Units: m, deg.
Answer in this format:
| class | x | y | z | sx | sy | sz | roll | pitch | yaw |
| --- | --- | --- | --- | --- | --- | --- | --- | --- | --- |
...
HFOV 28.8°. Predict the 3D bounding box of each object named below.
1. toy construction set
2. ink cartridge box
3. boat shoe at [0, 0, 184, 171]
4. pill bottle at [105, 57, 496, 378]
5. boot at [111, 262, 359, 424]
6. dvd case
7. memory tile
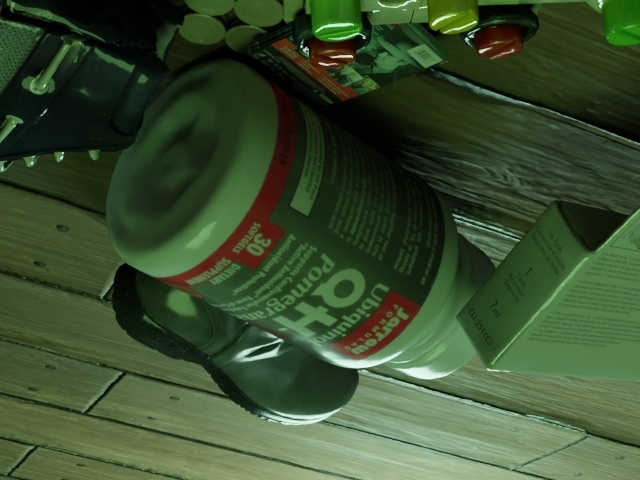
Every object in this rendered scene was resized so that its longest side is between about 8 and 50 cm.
| class | x | y | z | sx | sy | sz | roll | pitch | yaw |
| --- | --- | --- | --- | --- | --- | --- | --- | --- | --- |
| toy construction set | 0.066 | -0.186 | 0.680 | 0.327 | 0.151 | 0.215 | 11 | 166 | 1 |
| ink cartridge box | 0.297 | 0.012 | 1.019 | 0.296 | 0.066 | 0.261 | 9 | 131 | -40 |
| boat shoe | -0.224 | -0.091 | 0.940 | 0.158 | 0.127 | 0.340 | 24 | 147 | -16 |
| pill bottle | 0.000 | 0.000 | 1.017 | 0.176 | 0.176 | 0.318 | -21 | 142 | 41 |
| boot | -0.020 | 0.082 | 1.250 | 0.222 | 0.118 | 0.338 | -24 | 145 | 35 |
| dvd case | 0.020 | -0.136 | 0.903 | 0.119 | 0.013 | 0.087 | -16 | 145 | 37 |
| memory tile | -0.025 | -0.164 | 0.889 | 0.148 | 0.012 | 0.113 | 10 | 152 | -8 |
